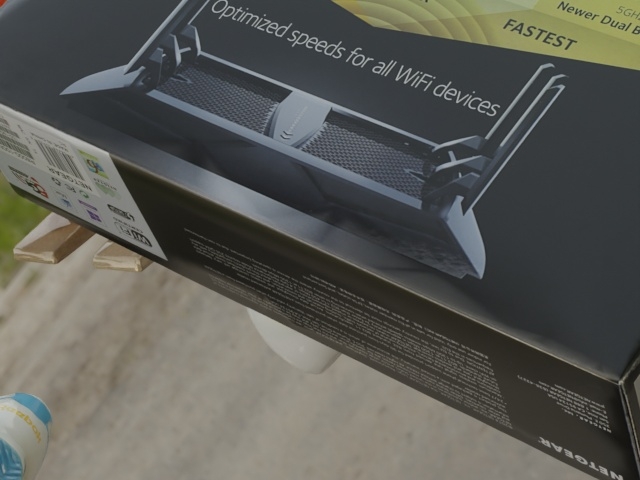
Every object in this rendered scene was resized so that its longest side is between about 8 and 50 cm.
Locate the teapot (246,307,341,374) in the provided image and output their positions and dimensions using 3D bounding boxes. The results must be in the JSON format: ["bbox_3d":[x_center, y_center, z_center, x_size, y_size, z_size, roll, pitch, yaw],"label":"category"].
[{"bbox_3d":[0.000,0.000,1.726,0.256,0.187,0.252,-51,-6,25],"label":"teapot"}]

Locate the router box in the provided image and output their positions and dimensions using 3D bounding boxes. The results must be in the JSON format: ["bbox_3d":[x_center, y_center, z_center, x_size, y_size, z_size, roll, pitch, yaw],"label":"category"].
[{"bbox_3d":[0.048,-0.076,0.640,0.309,0.081,0.243,25,65,32],"label":"router box"}]

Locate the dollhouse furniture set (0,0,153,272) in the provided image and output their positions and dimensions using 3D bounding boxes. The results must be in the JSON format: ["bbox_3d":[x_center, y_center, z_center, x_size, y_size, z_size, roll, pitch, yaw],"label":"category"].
[{"bbox_3d":[-0.199,-0.107,0.896,0.259,0.262,0.135,5,37,45],"label":"dollhouse furniture set"}]

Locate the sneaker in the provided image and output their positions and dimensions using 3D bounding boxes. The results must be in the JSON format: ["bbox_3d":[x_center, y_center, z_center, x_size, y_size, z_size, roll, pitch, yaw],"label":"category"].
[{"bbox_3d":[-0.280,0.211,1.306,0.228,0.087,0.092,-48,4,27],"label":"sneaker"}]
